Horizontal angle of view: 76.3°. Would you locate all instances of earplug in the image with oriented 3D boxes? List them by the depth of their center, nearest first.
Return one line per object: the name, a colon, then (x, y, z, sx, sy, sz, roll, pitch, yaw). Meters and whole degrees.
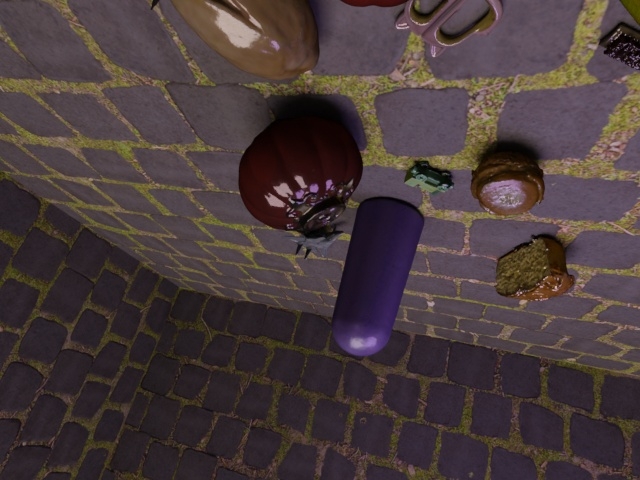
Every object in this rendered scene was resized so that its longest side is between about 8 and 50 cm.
earplug: (0.157, 0.116, 1.215, 0.215, 0.455, 0.215, 16, 158, 7)

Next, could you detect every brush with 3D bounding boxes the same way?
brush: (0.553, -0.265, 0.634, 0.248, 0.036, 0.043, 20, 161, -8)

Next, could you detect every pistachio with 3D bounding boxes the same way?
pistachio: (-0.119, -0.376, 0.665, 0.293, 0.181, 0.162, 27, 117, -30)

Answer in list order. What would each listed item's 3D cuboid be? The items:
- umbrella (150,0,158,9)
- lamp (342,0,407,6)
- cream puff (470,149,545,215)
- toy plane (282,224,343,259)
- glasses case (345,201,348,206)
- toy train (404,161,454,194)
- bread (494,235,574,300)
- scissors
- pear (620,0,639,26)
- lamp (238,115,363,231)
umbrella: (-0.298, -0.463, 0.758, 0.013, 0.022, 0.122, 1, -179, -37)
lamp: (0.067, -0.385, 0.448, 0.227, 0.226, 0.227, 13, 157, 6)
cream puff: (0.417, -0.132, 0.916, 0.150, 0.115, 0.165, -2, 142, 22)
toy plane: (0.002, -0.010, 1.508, 0.212, 0.088, 0.267, 27, 146, -27)
glasses case: (0.000, -0.124, 1.283, 0.196, 0.050, 0.083, -6, 146, 40)
toy train: (0.276, -0.154, 1.042, 0.122, 0.050, 0.081, 21, 161, -14)
bread: (0.665, 0.102, 1.248, 0.147, 0.160, 0.260, 10, 154, -6)
scissors: (0.239, -0.386, 0.577, 0.160, 0.024, 0.318, 27, 155, -21)
pear: (0.454, -0.295, 0.457, 0.187, 0.187, 0.220, 39, -177, -42)
lamp: (-0.047, -0.157, 0.969, 0.303, 0.256, 0.303, -25, 164, -7)
